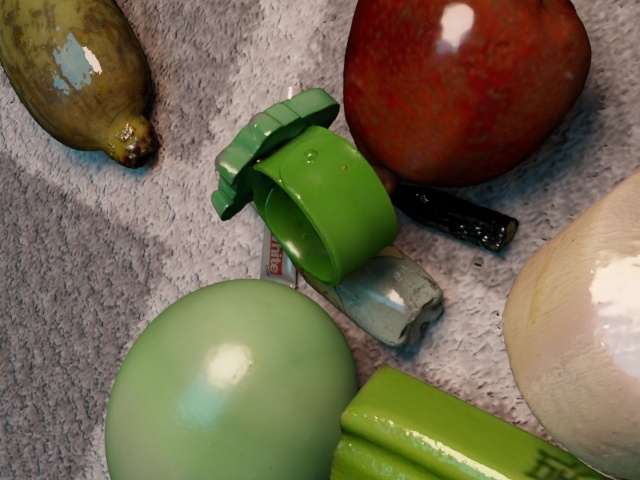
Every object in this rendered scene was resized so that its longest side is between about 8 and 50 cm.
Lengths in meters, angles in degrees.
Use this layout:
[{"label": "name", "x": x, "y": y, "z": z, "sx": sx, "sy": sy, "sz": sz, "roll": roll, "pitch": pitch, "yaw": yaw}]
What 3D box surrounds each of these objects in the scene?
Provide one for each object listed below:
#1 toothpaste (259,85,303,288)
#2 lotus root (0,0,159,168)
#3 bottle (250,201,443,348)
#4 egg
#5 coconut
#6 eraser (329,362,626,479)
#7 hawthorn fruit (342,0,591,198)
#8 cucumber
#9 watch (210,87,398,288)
[{"label": "toothpaste", "x": -0.038, "y": -0.057, "z": 0.863, "sx": 0.052, "sy": 0.033, "sz": 0.218, "roll": 4, "pitch": 89, "yaw": 35}, {"label": "lotus root", "x": -0.294, "y": -0.222, "z": 0.971, "sx": 0.173, "sy": 0.173, "sz": 0.309, "roll": -37, "pitch": 73, "yaw": 21}, {"label": "bottle", "x": 0.000, "y": 0.000, "z": 0.791, "sx": 0.269, "sy": 0.083, "sz": 0.083, "roll": 39, "pitch": 103, "yaw": 24}, {"label": "egg", "x": -0.085, "y": 0.161, "z": 0.746, "sx": 0.220, "sy": 0.220, "sz": 0.270, "roll": 50, "pitch": 118, "yaw": 26}, {"label": "coconut", "x": 0.252, "y": 0.056, "z": 0.549, "sx": 0.224, "sy": 0.224, "sz": 0.234, "roll": 62, "pitch": 145, "yaw": 22}, {"label": "eraser", "x": 0.130, "y": 0.241, "z": 0.643, "sx": 0.274, "sy": 0.092, "sz": 0.210, "roll": 24, "pitch": 123, "yaw": 31}, {"label": "hawthorn fruit", "x": 0.104, "y": -0.129, "z": 0.692, "sx": 0.208, "sy": 0.208, "sz": 0.248, "roll": 46, "pitch": 114, "yaw": 27}, {"label": "cucumber", "x": 0.109, "y": -0.032, "z": 0.766, "sx": 0.163, "sy": 0.039, "sz": 0.043, "roll": 22, "pitch": 73, "yaw": 29}, {"label": "watch", "x": -0.004, "y": -0.037, "z": 0.700, "sx": 0.131, "sy": 0.165, "sz": 0.152, "roll": -38, "pitch": 78, "yaw": -19}]
